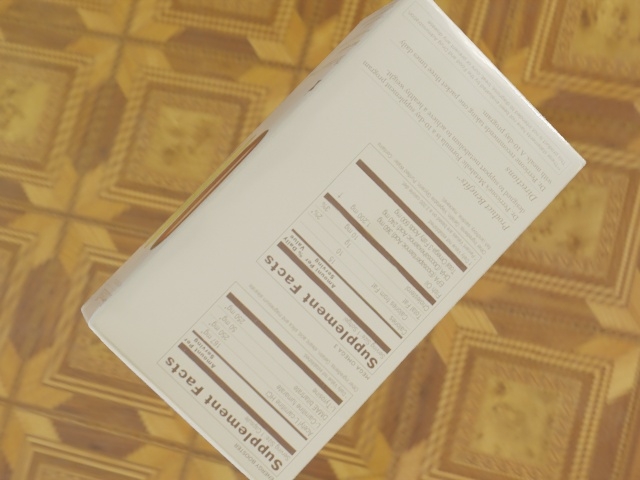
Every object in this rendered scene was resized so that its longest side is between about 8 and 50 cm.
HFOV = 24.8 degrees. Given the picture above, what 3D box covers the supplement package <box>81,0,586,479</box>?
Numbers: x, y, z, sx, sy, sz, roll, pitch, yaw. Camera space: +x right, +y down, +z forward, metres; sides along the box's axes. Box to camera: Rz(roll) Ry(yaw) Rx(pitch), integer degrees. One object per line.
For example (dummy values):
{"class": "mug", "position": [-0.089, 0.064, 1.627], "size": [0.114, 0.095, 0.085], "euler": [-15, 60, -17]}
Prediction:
{"class": "supplement package", "position": [0.000, 0.000, 0.803], "size": [0.134, 0.139, 0.244], "euler": [45, 82, -8]}
